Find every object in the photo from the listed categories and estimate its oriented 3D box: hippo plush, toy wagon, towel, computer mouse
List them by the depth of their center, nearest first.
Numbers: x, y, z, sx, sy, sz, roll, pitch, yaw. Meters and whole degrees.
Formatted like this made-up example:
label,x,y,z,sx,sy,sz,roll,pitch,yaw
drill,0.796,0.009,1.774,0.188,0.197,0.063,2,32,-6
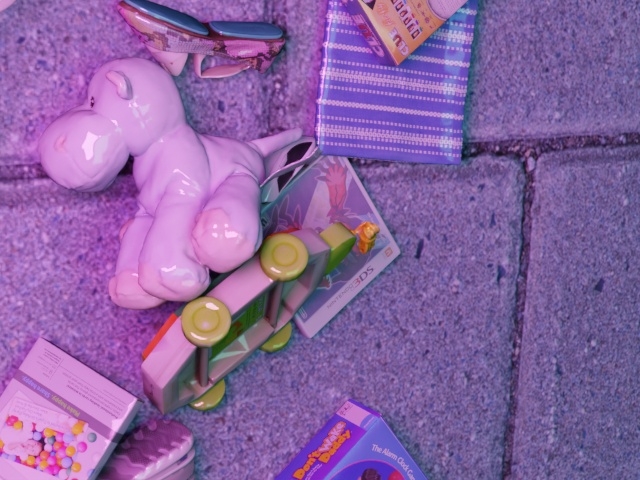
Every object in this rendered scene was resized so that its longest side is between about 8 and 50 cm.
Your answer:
label,x,y,z,sx,sy,sz,roll,pitch,yaw
hippo plush,-0.177,-0.086,1.416,0.294,0.234,0.236,-41,112,1
toy wagon,-0.071,0.076,1.543,0.344,0.267,0.068,-40,76,-21
computer mouse,-0.078,-0.071,1.586,0.042,0.106,0.193,46,64,-22
towel,0.111,-0.270,1.672,0.243,0.040,0.336,2,97,-34

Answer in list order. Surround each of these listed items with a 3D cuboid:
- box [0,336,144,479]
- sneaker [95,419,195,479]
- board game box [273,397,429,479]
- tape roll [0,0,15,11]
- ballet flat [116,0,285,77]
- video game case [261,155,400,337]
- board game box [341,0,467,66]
label,x,y,z,sx,sy,sz,roll,pitch,yaw
box,-0.315,0.228,1.469,0.186,0.145,0.038,-58,166,-7
sneaker,-0.264,0.337,1.548,0.281,0.105,0.115,-27,123,-22
board game box,0.069,0.428,1.812,0.233,0.078,0.347,-45,122,-17
tape roll,-0.371,-0.325,1.120,0.100,0.286,0.286,-14,117,15
ballet flat,-0.144,-0.232,1.509,0.221,0.077,0.079,4,119,-35
video game case,0.000,0.000,1.689,0.183,0.023,0.201,-43,122,-18
board game box,0.081,-0.365,1.595,0.165,0.042,0.243,-43,118,-17
